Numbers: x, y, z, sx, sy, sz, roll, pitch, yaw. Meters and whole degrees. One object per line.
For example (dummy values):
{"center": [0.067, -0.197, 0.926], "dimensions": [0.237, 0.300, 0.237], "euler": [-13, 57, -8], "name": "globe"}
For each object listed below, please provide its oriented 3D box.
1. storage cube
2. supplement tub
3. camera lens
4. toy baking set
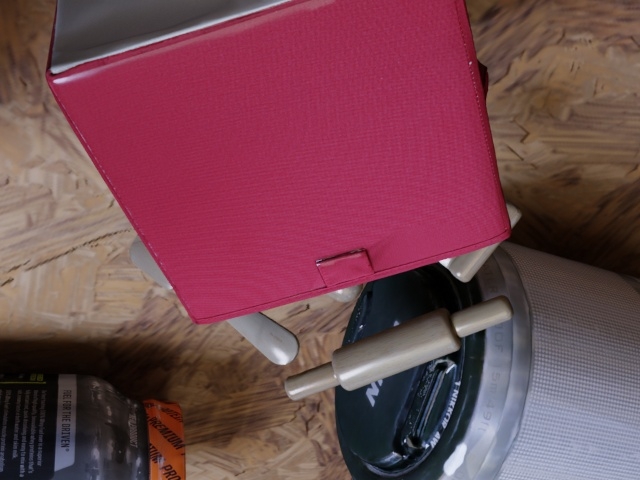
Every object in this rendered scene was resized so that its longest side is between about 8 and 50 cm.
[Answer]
{"center": [-0.021, -0.099, 0.570], "dimensions": [0.214, 0.184, 0.193], "euler": [-15, 138, 6], "name": "storage cube"}
{"center": [-0.285, 0.209, 0.853], "dimensions": [0.337, 0.207, 0.207], "euler": [2, 138, -13], "name": "supplement tub"}
{"center": [0.164, 0.119, 0.826], "dimensions": [0.274, 0.219, 0.219], "euler": [14, 134, -25], "name": "camera lens"}
{"center": [0.004, 0.006, 0.714], "dimensions": [0.256, 0.197, 0.030], "euler": [-27, 172, 15], "name": "toy baking set"}
